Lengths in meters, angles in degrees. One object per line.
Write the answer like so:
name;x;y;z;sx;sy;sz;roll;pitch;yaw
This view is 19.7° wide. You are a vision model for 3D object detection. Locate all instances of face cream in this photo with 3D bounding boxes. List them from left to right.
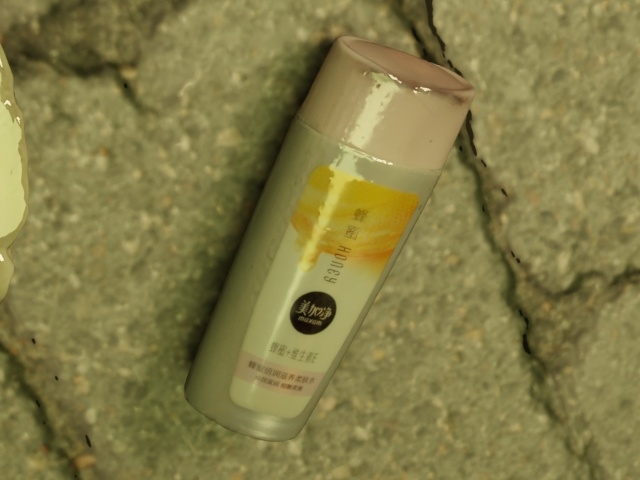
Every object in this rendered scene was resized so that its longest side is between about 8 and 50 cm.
face cream;0.000;0.000;1.201;0.107;0.073;0.269;15;111;-30

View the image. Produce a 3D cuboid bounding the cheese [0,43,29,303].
cheese;-0.331;-0.047;1.012;0.332;0.153;0.292;-19;106;-8
